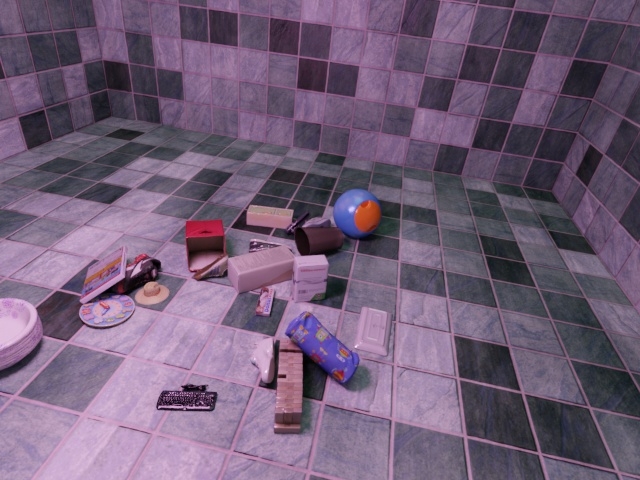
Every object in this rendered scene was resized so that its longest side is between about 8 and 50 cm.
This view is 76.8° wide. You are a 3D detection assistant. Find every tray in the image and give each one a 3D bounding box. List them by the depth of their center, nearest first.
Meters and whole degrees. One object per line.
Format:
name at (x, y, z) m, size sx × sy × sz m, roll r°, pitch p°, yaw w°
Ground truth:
tray at (0.236, 0.383, 1.770) m, size 0.145 × 0.030 × 0.270 m, roll 13°, pitch 33°, yaw 7°

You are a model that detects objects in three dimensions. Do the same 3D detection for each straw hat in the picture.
straw hat at (-0.753, 0.219, 1.802) m, size 0.144 × 0.061 × 0.144 m, roll 5°, pitch 32°, yaw -3°

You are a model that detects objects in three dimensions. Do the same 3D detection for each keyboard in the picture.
keyboard at (-0.458, 0.532, 1.391) m, size 0.191 × 0.038 × 0.100 m, roll 4°, pitch 32°, yaw -7°

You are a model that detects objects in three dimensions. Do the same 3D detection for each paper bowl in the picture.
paper bowl at (-1.155, 0.350, 1.434) m, size 0.284 × 0.148 × 0.284 m, roll 6°, pitch 32°, yaw -3°

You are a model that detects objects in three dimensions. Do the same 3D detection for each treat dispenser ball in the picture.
treat dispenser ball at (0.217, -0.159, 2.378) m, size 0.288 × 0.288 × 0.288 m, roll 5°, pitch 32°, yaw -3°

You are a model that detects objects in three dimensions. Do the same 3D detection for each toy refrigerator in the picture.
toy refrigerator at (-0.302, -0.145, 2.434) m, size 0.269 × 0.094 × 0.102 m, roll 7°, pitch 32°, yaw -1°

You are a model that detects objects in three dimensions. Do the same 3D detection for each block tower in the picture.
block tower at (-0.112, 0.507, 1.446) m, size 0.090 × 0.097 × 0.335 m, roll 4°, pitch 33°, yaw -5°

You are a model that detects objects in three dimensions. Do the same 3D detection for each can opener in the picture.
can opener at (-0.134, -0.105, 2.359) m, size 0.186 × 0.059 × 0.073 m, roll -43°, pitch 59°, yaw 2°

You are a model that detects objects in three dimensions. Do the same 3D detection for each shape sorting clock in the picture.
shape sorting clock at (-0.890, 0.285, 1.689) m, size 0.206 × 0.040 × 0.206 m, roll 5°, pitch 33°, yaw -3°

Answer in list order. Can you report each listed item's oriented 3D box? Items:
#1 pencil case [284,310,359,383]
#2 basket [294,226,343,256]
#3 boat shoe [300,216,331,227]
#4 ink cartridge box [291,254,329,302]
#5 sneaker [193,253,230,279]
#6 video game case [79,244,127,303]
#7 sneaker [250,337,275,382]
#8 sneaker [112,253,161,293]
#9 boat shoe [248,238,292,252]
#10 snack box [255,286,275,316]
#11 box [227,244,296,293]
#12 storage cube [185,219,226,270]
pencil case at (0.014, 0.395, 1.518) m, size 0.306 × 0.119 × 0.133 m, roll 41°, pitch 53°, yaw 2°
basket at (0.000, 0.000, 2.221) m, size 0.226 × 0.154 × 0.204 m, roll -6°, pitch 35°, yaw -27°
boat shoe at (-0.049, -0.087, 2.396) m, size 0.088 × 0.096 × 0.267 m, roll 24°, pitch 35°, yaw 32°
ink cartridge box at (-0.050, 0.175, 1.871) m, size 0.153 × 0.209 × 0.087 m, roll -3°, pitch 33°, yaw -16°
sneaker at (-0.507, 0.150, 1.952) m, size 0.192 × 0.086 × 0.064 m, roll -35°, pitch 26°, yaw -9°
video game case at (-0.955, 0.142, 1.794) m, size 0.204 × 0.025 × 0.285 m, roll -34°, pitch 33°, yaw -4°
sneaker at (-0.223, 0.459, 1.532) m, size 0.094 × 0.080 × 0.212 m, roll -7°, pitch 26°, yaw -1°
sneaker at (-0.827, 0.154, 1.846) m, size 0.135 × 0.098 × 0.276 m, roll 11°, pitch 27°, yaw 7°
boat shoe at (-0.268, 0.051, 2.171) m, size 0.233 × 0.084 × 0.079 m, roll 9°, pitch 70°, yaw -9°
snack box at (-0.252, 0.278, 1.845) m, size 0.064 × 0.022 × 0.178 m, roll 7°, pitch 32°, yaw -2°
box at (-0.282, 0.136, 1.969) m, size 0.311 × 0.121 × 0.148 m, roll -12°, pitch 37°, yaw -28°
storage cube at (-0.573, 0.016, 2.022) m, size 0.183 × 0.215 × 0.193 m, roll -4°, pitch 28°, yaw -16°
